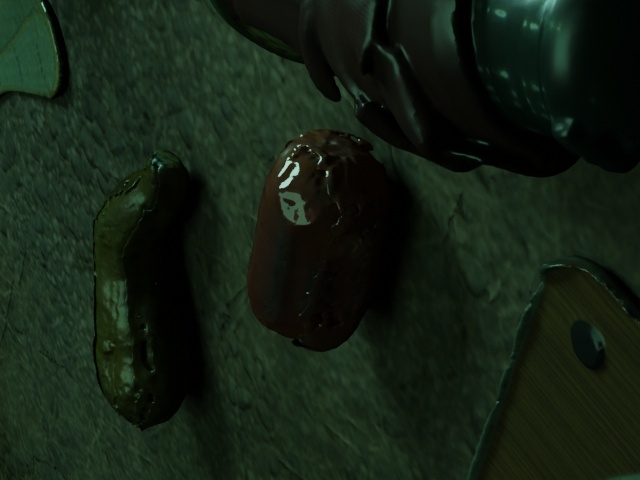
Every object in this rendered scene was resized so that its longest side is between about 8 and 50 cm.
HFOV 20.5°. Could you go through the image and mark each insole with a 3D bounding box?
[{"bbox_3d":[-0.278,-0.156,1.468,0.348,0.009,0.119,7,112,61],"label":"insole"}]

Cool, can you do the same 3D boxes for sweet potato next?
[{"bbox_3d":[-0.123,0.029,1.238,0.081,0.062,0.233,29,129,33],"label":"sweet potato"}]

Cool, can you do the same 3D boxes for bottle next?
[{"bbox_3d":[0.064,-0.108,0.713,0.156,0.143,0.271,-61,35,4],"label":"bottle"}]

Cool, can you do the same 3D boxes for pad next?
[{"bbox_3d":[0.164,0.185,0.836,0.286,0.018,0.284,51,147,32],"label":"pad"}]

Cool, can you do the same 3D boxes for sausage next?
[{"bbox_3d":[0.000,0.000,0.969,0.076,0.076,0.141,51,148,36],"label":"sausage"}]
